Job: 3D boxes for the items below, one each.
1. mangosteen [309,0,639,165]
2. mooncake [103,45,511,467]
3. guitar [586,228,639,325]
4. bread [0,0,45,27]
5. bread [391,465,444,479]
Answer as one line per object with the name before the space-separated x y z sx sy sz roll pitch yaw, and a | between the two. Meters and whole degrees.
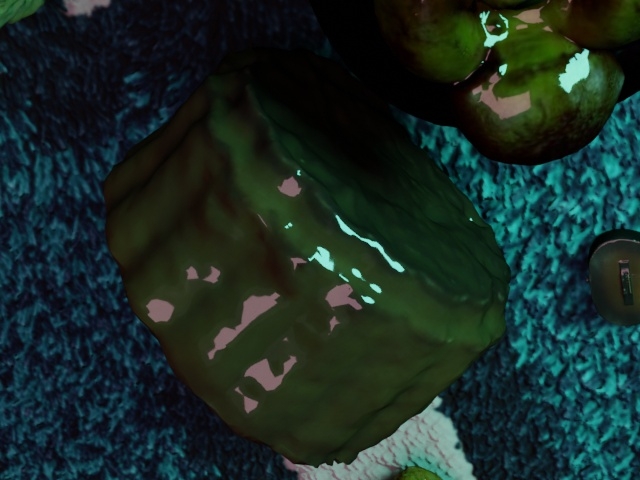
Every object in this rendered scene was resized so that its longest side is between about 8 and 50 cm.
mangosteen | 0.131 -0.192 0.642 0.297 0.297 0.313 -24 63 25
mooncake | -0.001 0.000 0.769 0.324 0.324 0.187 43 114 -6
guitar | 0.352 0.024 0.838 0.233 0.025 0.088 -7 112 18
bread | -0.292 -0.313 0.778 0.252 0.238 0.196 45 159 -3
bread | 0.067 0.330 1.032 0.114 0.083 0.211 47 118 -2
